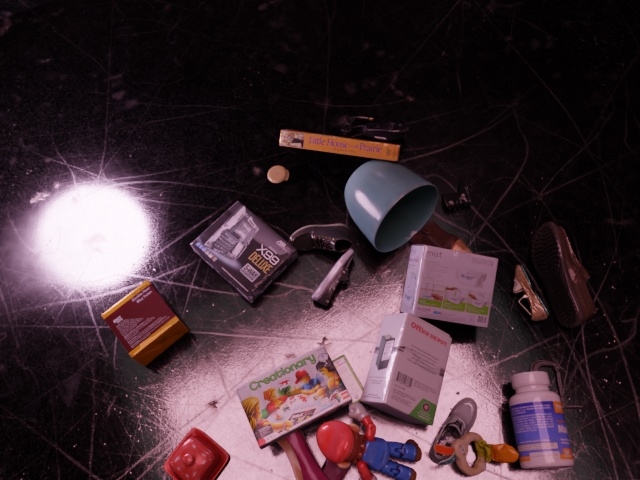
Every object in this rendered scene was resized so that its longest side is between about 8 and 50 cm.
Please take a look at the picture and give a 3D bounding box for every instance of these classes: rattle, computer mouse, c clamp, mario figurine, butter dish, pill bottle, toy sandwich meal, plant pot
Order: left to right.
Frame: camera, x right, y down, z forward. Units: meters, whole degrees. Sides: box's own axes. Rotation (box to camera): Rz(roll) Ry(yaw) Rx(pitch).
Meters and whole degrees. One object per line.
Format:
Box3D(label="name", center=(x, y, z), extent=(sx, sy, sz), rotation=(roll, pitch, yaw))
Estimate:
Box3D(label="butter dish", center=(-0.391, 0.674, 1.742), extent=(0.160, 0.118, 0.160), rotation=(34, 71, 17))
Box3D(label="toy sandwich meal", center=(-0.163, -0.253, 2.209), extent=(0.086, 0.029, 0.085), rotation=(-3, 66, 7))
Box3D(label="mario figurine", center=(0.131, 0.617, 1.708), extent=(0.321, 0.170, 0.198), rotation=(24, 39, -14))
Box3D(label="computer mouse", center=(0.214, -0.434, 2.231), extent=(0.262, 0.060, 0.184), rotation=(2, 30, 7))
Box3D(label="plant pot", center=(0.224, -0.144, 2.000), extent=(0.293, 0.293, 0.235), rotation=(-37, 60, -13))
Box3D(label="rattle", center=(0.450, 0.628, 1.657), extent=(0.143, 0.200, 0.130), rotation=(14, 80, 56))
Box3D(label="pill bottle", center=(0.655, 0.540, 1.715), extent=(0.152, 0.152, 0.272), rotation=(-3, 65, 2))
Box3D(label="c clamp", center=(0.745, 0.460, 1.822), extent=(0.137, 0.022, 0.160), rotation=(-8, 66, 5))

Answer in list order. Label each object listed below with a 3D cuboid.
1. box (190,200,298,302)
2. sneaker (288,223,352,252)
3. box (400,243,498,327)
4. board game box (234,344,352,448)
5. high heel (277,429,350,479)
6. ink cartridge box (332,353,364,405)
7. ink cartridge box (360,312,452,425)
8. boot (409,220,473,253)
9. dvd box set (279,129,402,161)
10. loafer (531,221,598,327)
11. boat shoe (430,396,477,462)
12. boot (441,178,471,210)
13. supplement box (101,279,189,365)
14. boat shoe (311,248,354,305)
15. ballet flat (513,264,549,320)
Box3D(label="box", center=(-0.273, 0.038, 2.052), extent=(0.307, 0.076, 0.242), rotation=(40, 73, 19))
Box3D(label="sneaker", center=(0.000, 0.000, 2.021), extent=(0.222, 0.083, 0.118), rotation=(-13, 27, -3))
Box3D(label="box", center=(0.417, 0.145, 1.850), extent=(0.262, 0.127, 0.231), rotation=(9, 88, -12))
Box3D(label="board game box", center=(-0.082, 0.468, 1.723), extent=(0.305, 0.053, 0.193), rotation=(-25, 63, -11))
Box3D(label="high heel", center=(-0.104, 0.655, 1.721), extent=(0.377, 0.127, 0.181), rotation=(31, 60, 13))
Box3D(label="ink cartridge box", center=(0.076, 0.432, 1.828), extent=(0.062, 0.109, 0.209), rotation=(-28, 66, -9))
Box3D(label="ink cartridge box", center=(0.273, 0.398, 1.774), extent=(0.211, 0.121, 0.289), rotation=(32, 64, -26))
Box3D(label="boot", center=(0.387, 0.064, 2.010), extent=(0.248, 0.090, 0.207), rotation=(-41, 56, -11))
Box3D(label="dvd box set", center=(0.087, -0.352, 2.100), extent=(0.420, 0.307, 0.062), rotation=(9, 101, 9))
Box3D(label="loafer", center=(0.827, 0.113, 1.933), extent=(0.130, 0.134, 0.366), rotation=(-2, 73, -25))
Box3D(label="boat shoe", center=(0.417, 0.581, 1.751), extent=(0.079, 0.081, 0.227), rotation=(33, 72, 17))
Box3D(label="boot", center=(0.501, -0.169, 2.117), extent=(0.099, 0.045, 0.121), rotation=(-10, 65, 3))
Box3D(label="supplement box", center=(-0.591, 0.279, 1.932), extent=(0.191, 0.129, 0.194), rotation=(-40, 69, -14))
Box3D(label="boat shoe", center=(0.062, 0.132, 1.991), extent=(0.076, 0.080, 0.228), rotation=(38, 68, -1))
Box3D(label="ballet flat", center=(0.694, 0.179, 1.930), extent=(0.067, 0.073, 0.206), rotation=(-25, 62, 8))
